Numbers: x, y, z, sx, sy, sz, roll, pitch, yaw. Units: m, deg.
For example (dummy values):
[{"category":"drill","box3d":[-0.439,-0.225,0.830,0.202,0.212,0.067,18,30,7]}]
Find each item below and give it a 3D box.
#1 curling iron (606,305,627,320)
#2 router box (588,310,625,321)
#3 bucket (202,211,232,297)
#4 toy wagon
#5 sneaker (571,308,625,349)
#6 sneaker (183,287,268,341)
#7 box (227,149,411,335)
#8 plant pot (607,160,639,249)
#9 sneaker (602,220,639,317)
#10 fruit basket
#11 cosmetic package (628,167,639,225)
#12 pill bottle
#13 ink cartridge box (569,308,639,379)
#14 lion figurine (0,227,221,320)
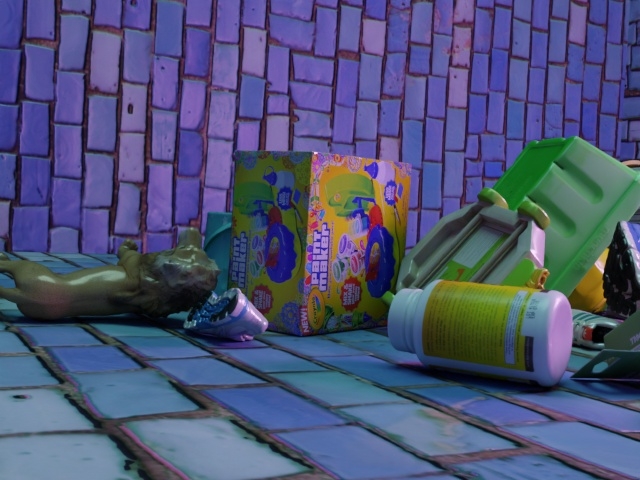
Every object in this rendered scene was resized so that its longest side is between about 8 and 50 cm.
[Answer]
[{"category":"curling iron","box3d":[0.582,0.141,1.328,0.274,0.035,0.068,18,12,34]},{"category":"router box","box3d":[0.562,0.151,1.493,0.133,0.046,0.179,6,4,41]},{"category":"bucket","box3d":[-0.118,0.035,1.764,0.281,0.183,0.281,1,2,0]},{"category":"toy wagon","box3d":[0.251,0.048,1.362,0.068,0.267,0.344,46,-7,-25]},{"category":"sneaker","box3d":[0.422,0.142,1.373,0.161,0.057,0.075,8,-1,32]},{"category":"sneaker","box3d":[-0.139,0.121,1.267,0.083,0.071,0.190,37,-19,-21]},{"category":"box","box3d":[0.000,0.000,1.467,0.177,0.290,0.279,6,4,40]},{"category":"plant pot","box3d":[0.734,0.003,2.305,0.366,0.366,0.353,2,-9,-28]},{"category":"sneaker","box3d":[0.542,0.080,1.320,0.147,0.130,0.330,1,32,-6]},{"category":"fruit basket","box3d":[0.459,0.034,1.612,0.392,0.392,0.283,2,2,-16]},{"category":"cosmetic package","box3d":[0.809,-0.027,1.741,0.385,0.217,0.156,7,0,-15]},{"category":"pill bottle","box3d":[0.197,0.112,1.075,0.215,0.117,0.117,5,3,31]},{"category":"ink cartridge box","box3d":[0.427,0.132,1.072,0.209,0.062,0.109,3,-26,-7]},{"category":"lion figurine","box3d":[-0.368,0.075,1.379,0.392,0.142,0.240,-14,16,-19]}]
